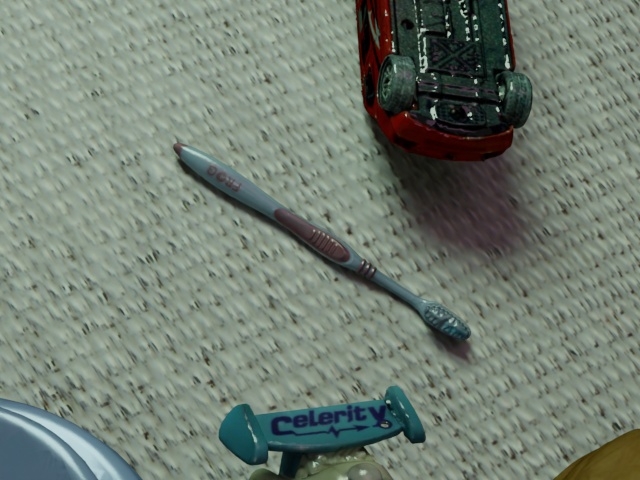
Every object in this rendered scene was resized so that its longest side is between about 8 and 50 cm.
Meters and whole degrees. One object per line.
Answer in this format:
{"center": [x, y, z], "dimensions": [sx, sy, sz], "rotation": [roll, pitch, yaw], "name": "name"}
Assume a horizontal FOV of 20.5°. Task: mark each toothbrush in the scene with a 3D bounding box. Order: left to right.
{"center": [0.000, 0.000, 0.967], "dimensions": [0.193, 0.019, 0.013], "rotation": [33, 94, 4], "name": "toothbrush"}

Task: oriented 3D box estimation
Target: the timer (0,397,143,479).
{"center": [-0.186, 0.267, 0.594], "dimensions": [0.395, 0.173, 0.395], "rotation": [-3, 63, 6], "name": "timer"}

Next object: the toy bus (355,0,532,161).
{"center": [0.062, -0.120, 1.021], "dimensions": [0.081, 0.089, 0.195], "rotation": [6, 56, -15], "name": "toy bus"}

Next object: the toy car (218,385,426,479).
{"center": [0.017, 0.145, 0.803], "dimensions": [0.126, 0.098, 0.161], "rotation": [-5, 29, -23], "name": "toy car"}

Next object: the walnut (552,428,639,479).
{"center": [0.168, 0.171, 0.856], "dimensions": [0.167, 0.087, 0.211], "rotation": [10, 58, 7], "name": "walnut"}
